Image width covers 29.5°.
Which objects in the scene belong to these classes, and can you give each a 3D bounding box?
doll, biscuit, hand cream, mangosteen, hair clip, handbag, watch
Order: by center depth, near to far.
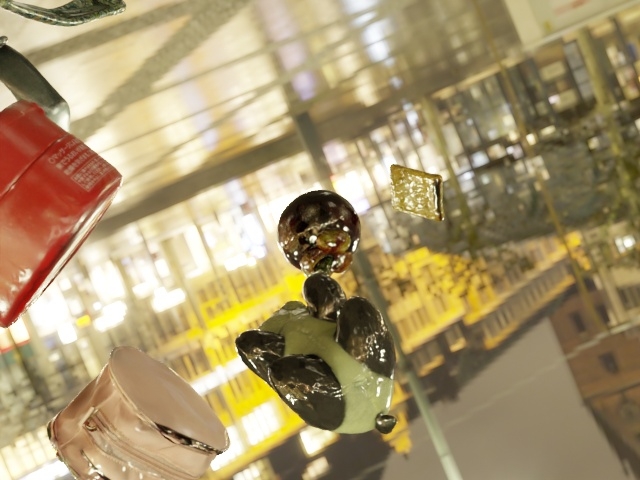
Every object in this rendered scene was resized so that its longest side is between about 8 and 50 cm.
[{"bbox_3d":[-0.332,-0.027,1.331,0.230,0.149,0.230,-54,-174,8],"label":"hand cream"},{"bbox_3d":[-0.004,0.132,1.371,0.143,0.135,0.234,-36,-148,-14],"label":"doll"},{"bbox_3d":[-0.217,0.232,1.474,0.116,0.205,0.179,-48,-139,10],"label":"handbag"},{"bbox_3d":[-0.404,-0.164,1.543,0.068,0.193,0.206,-45,161,-37],"label":"watch"},{"bbox_3d":[-0.352,-0.316,1.656,0.229,0.066,0.036,-17,131,-56],"label":"hair clip"},{"bbox_3d":[0.000,0.000,1.700,0.140,0.140,0.140,-23,-178,1],"label":"mangosteen"},{"bbox_3d":[0.136,-0.068,1.722,0.081,0.083,0.018,14,-135,24],"label":"biscuit"}]
